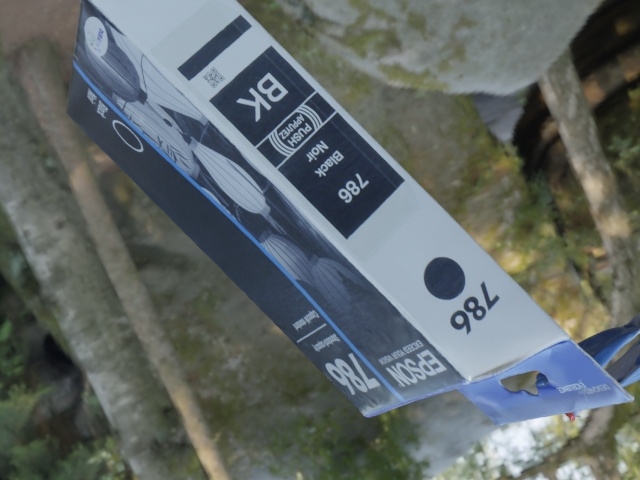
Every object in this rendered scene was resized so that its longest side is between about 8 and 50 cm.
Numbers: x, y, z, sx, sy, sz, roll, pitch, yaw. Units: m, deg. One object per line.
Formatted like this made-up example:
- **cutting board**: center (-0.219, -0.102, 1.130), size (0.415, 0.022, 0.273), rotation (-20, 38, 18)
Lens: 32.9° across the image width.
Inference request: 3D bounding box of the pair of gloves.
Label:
- **pair of gloves**: center (0.273, 0.101, 0.996), size (0.159, 0.023, 0.198), rotation (-38, -179, 4)

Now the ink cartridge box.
- **ink cartridge box**: center (0.000, 0.000, 0.594), size (0.065, 0.332, 0.165), rotation (-47, -179, -22)
